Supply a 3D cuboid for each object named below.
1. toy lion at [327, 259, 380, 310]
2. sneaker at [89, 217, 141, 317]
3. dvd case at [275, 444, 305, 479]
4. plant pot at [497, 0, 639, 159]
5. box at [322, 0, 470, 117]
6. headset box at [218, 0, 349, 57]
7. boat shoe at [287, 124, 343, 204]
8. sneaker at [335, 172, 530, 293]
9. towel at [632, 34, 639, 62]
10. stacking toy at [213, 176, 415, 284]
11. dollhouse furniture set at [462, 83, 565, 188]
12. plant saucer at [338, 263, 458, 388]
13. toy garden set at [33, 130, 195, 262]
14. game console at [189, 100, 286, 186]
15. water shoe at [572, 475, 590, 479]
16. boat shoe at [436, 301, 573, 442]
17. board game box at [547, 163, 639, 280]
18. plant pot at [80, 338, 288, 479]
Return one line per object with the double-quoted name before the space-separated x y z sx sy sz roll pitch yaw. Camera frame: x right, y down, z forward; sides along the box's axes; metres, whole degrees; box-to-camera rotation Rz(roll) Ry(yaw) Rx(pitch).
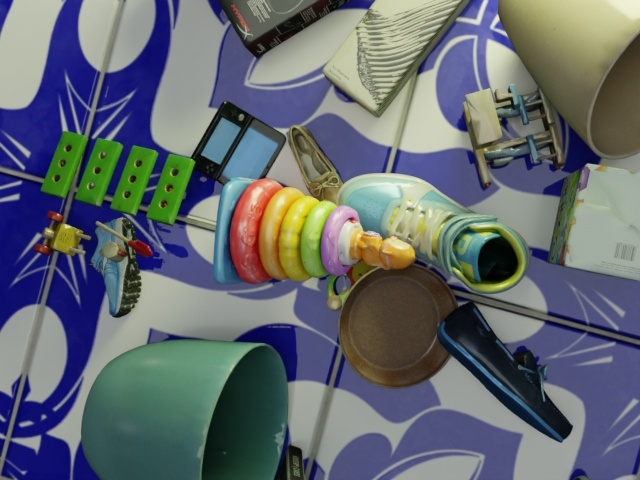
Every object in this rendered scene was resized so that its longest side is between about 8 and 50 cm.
"toy lion" 0.061 0.065 1.639 0.100 0.034 0.096 0 83 7
"sneaker" -0.338 0.047 1.677 0.073 0.063 0.162 -7 80 16
"dvd case" -0.067 0.422 1.546 0.030 0.238 0.179 21 92 -4
"plant pot" 0.392 -0.297 1.490 0.256 0.256 0.274 -46 53 5
"box" 0.130 -0.332 1.598 0.113 0.094 0.275 37 94 7
"headset box" -0.039 -0.459 1.610 0.293 0.110 0.218 -31 87 6
"boat shoe" -0.007 -0.114 1.637 0.056 0.048 0.153 -26 87 6
"sneaker" 0.170 -0.017 1.531 0.319 0.208 0.127 20 95 4
"towel" 0.627 -0.334 1.560 0.317 0.053 0.331 -15 88 7
"stacking toy" 0.000 0.000 1.532 0.302 0.175 0.165 8 93 27
"dollhouse furniture set" 0.291 -0.159 1.533 0.129 0.184 0.129 -15 88 6
"plant saucer" 0.119 0.131 1.604 0.199 0.036 0.198 -1 94 -13
"toy garden set" -0.333 -0.053 1.639 0.244 0.049 0.203 14 79 21
"game console" -0.133 -0.144 1.643 0.071 0.107 0.122 32 93 34
"water shoe" 0.418 0.459 1.555 0.080 0.073 0.203 13 55 -20
"boat shoe" 0.296 0.198 1.567 0.258 0.109 0.089 45 78 -5
"board game box" 0.418 -0.020 1.471 0.144 0.275 0.142 11 91 7
"plant pot" -0.214 0.282 1.552 0.235 0.293 0.293 7 91 21
